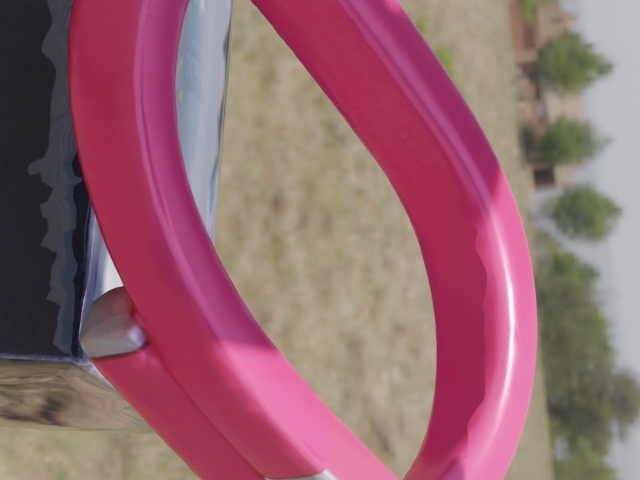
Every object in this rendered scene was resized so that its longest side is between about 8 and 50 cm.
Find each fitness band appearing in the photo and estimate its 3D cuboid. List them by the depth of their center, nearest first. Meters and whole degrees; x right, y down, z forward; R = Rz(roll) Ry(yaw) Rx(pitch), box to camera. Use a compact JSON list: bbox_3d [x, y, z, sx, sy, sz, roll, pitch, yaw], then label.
[{"bbox_3d":[0.000,0.000,0.685,0.291,0.054,0.209,52,40,-39],"label":"fitness band"}]

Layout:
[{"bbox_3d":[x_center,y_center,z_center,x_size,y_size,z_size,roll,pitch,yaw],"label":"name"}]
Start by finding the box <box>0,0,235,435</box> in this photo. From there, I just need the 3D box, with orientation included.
[{"bbox_3d":[-0.141,-0.073,0.798,0.296,0.183,0.294,68,27,-79],"label":"box"}]
